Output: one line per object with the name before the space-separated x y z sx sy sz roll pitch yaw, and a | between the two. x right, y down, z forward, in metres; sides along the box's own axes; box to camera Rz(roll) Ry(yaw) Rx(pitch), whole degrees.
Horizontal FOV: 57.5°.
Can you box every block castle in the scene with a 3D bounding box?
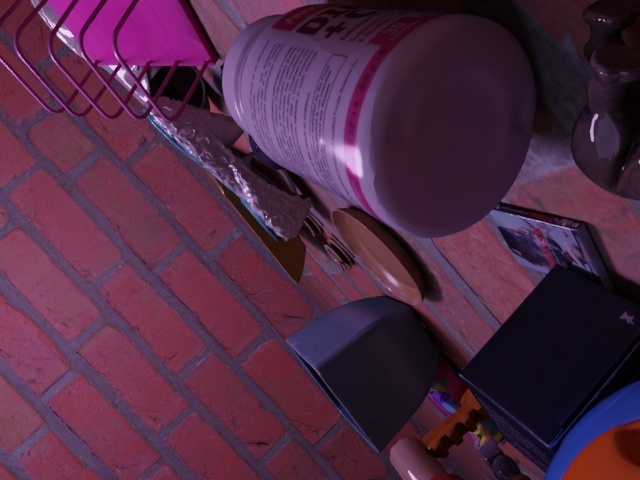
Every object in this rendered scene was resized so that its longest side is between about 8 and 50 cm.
block castle | 0.332 0.395 0.814 0.453 0.303 0.213 52 175 -23

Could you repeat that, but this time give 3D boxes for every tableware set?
tableware set | 0.000 0.000 1.415 0.194 0.039 0.128 46 170 10

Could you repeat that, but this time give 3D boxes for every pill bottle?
pill bottle | 0.027 -0.122 0.516 0.283 0.160 0.160 34 163 51

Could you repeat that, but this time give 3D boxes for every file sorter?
file sorter | -0.371 -0.326 0.997 0.291 0.182 0.202 8 151 25

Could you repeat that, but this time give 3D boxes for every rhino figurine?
rhino figurine | 0.227 -0.034 0.278 0.243 0.073 0.106 37 162 40

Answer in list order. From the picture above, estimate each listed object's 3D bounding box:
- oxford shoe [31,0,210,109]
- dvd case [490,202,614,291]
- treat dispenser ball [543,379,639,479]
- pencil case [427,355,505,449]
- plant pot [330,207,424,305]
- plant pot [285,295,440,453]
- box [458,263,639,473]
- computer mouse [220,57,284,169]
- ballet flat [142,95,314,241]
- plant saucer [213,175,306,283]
oxford shoe | -0.400 -0.403 1.216 0.449 0.169 0.130 44 175 -24
dvd case | 0.227 0.005 0.584 0.087 0.013 0.119 53 167 -27
treat dispenser ball | 0.288 0.225 0.377 0.288 0.288 0.288 46 170 11
pencil case | 0.324 0.375 1.329 0.236 0.104 0.104 46 169 16
plant pot | 0.111 0.024 1.077 0.236 0.032 0.236 46 169 12
plant pot | 0.114 0.264 1.313 0.247 0.252 0.247 55 168 -14
box | 0.253 0.150 0.590 0.108 0.153 0.207 37 169 45
computer mouse | -0.123 -0.217 1.056 0.184 0.060 0.262 46 169 7
ballet flat | -0.172 -0.171 1.215 0.409 0.147 0.147 44 171 -18
plant saucer | -0.158 -0.086 1.511 0.332 0.081 0.333 55 179 -30
